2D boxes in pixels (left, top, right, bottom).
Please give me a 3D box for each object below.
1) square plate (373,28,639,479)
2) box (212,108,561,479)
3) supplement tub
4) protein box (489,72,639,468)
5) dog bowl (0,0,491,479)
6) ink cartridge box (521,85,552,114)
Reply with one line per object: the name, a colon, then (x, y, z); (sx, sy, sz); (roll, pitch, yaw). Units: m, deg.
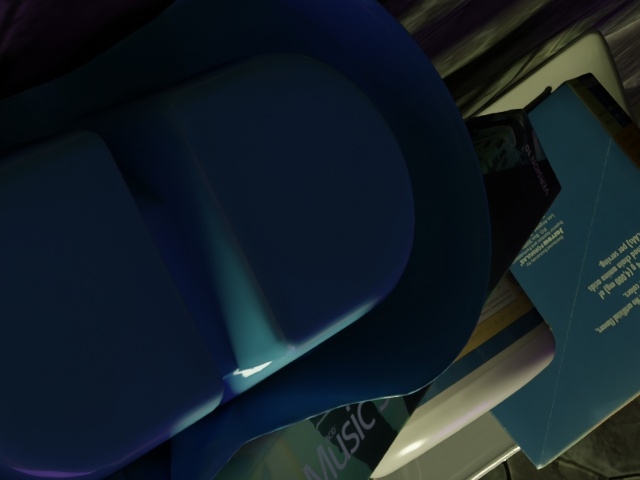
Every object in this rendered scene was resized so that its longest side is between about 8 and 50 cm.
square plate: (0.161, 0.035, 1.484); (0.344, 0.347, 0.049); (-36, 134, 24)
box: (-0.051, 0.059, 0.787); (0.232, 0.058, 0.322); (-12, -153, 37)
supplement tub: (0.030, 0.023, 1.019); (0.144, 0.200, 0.144); (-33, 175, -3)
protein box: (0.179, 0.018, 1.259); (0.200, 0.201, 0.136); (-41, 176, 17)
dog bowl: (-0.061, 0.009, 0.586); (0.074, 0.166, 0.297); (-22, -175, 44)
ink cartridge box: (0.000, 0.000, 1.351); (0.330, 0.071, 0.324); (-40, 177, -16)
